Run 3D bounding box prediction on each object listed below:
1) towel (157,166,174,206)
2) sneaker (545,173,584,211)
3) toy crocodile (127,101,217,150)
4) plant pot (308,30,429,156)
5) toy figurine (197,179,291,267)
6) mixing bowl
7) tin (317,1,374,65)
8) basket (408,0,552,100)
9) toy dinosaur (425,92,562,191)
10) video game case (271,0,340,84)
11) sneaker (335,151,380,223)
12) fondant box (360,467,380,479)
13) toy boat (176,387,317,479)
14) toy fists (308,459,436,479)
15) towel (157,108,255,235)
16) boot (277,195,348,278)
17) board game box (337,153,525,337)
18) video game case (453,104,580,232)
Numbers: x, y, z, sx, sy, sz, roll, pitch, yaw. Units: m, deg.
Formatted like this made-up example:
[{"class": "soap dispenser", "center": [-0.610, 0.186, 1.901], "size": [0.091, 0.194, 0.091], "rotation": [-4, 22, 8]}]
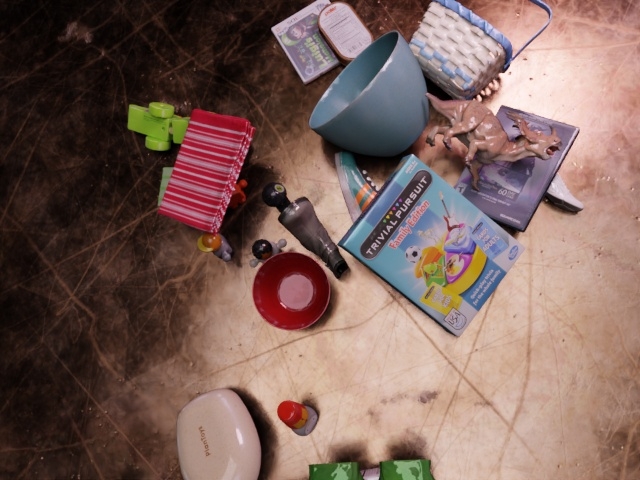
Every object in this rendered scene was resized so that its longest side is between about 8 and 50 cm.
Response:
[{"class": "towel", "center": [-0.346, -0.137, 1.496], "size": [0.151, 0.023, 0.113], "rotation": [4, 77, 12]}, {"class": "sneaker", "center": [0.549, -0.122, 1.332], "size": [0.152, 0.054, 0.061], "rotation": [36, 83, 14]}, {"class": "toy crocodile", "center": [-0.353, -0.288, 1.486], "size": [0.340, 0.105, 0.115], "rotation": [14, 112, 17]}, {"class": "plant pot", "center": [0.141, -0.312, 1.346], "size": [0.195, 0.290, 0.290], "rotation": [39, 86, -21]}, {"class": "toy figurine", "center": [-0.177, -0.045, 1.382], "size": [0.212, 0.148, 0.210], "rotation": [12, 81, 11]}, {"class": "mixing bowl", "center": [-0.063, 0.121, 1.353], "size": [0.181, 0.098, 0.182], "rotation": [-1, 83, 6]}, {"class": "tin", "center": [0.066, -0.535, 1.479], "size": [0.106, 0.040, 0.190], "rotation": [-32, 75, -3]}, {"class": "basket", "center": [0.358, -0.497, 1.356], "size": [0.254, 0.201, 0.289], "rotation": [43, 100, 13]}, {"class": "toy dinosaur", "center": [0.369, -0.251, 1.290], "size": [0.295, 0.127, 0.200], "rotation": [44, 90, 2]}, {"class": "video game case", "center": [-0.014, -0.533, 1.520], "size": [0.173, 0.022, 0.191], "rotation": [-30, 76, 2]}, {"class": "sneaker", "center": [0.126, -0.083, 1.370], "size": [0.120, 0.108, 0.302], "rotation": [-21, 84, 3]}, {"class": "fondant box", "center": [0.018, 0.649, 1.240], "size": [0.330, 0.096, 0.239], "rotation": [-13, 76, 7]}, {"class": "toy boat", "center": [-0.164, 0.448, 1.287], "size": [0.318, 0.148, 0.268], "rotation": [-24, 58, 6]}, {"class": "toy fists", "center": [0.104, 0.524, 1.158], "size": [0.278, 0.096, 0.142], "rotation": [-5, 66, 9]}, {"class": "towel", "center": [-0.273, -0.167, 1.344], "size": [0.198, 0.031, 0.275], "rotation": [20, 91, 31]}, {"class": "boot", "center": [0.000, 0.000, 1.299], "size": [0.083, 0.246, 0.161], "rotation": [-42, 71, -1]}, {"class": "board game box", "center": [0.247, 0.013, 1.282], "size": [0.336, 0.079, 0.254], "rotation": [38, 86, -7]}, {"class": "video game case", "center": [0.451, -0.175, 1.345], "size": [0.196, 0.026, 0.274], "rotation": [27, 85, 31]}]
